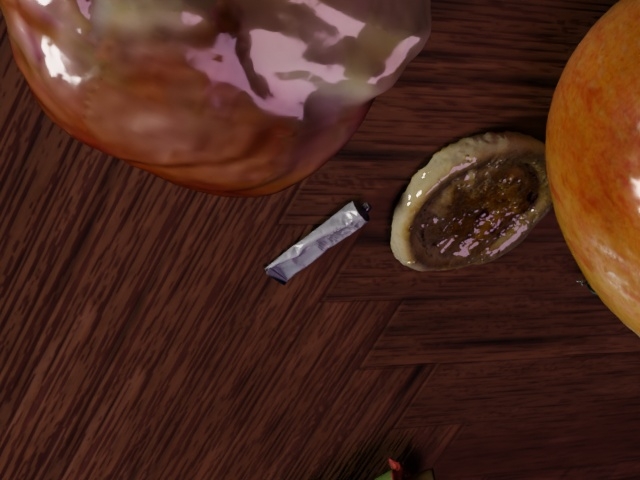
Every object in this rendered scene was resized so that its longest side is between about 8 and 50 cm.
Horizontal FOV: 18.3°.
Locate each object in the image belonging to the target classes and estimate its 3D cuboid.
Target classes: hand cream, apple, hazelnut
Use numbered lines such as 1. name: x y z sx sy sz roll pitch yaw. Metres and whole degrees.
1. hand cream: 0.000 0.000 1.469 0.093 0.019 0.030 -35 148 17
2. apple: 0.313 -0.050 1.421 0.299 0.275 0.299 -16 139 -15
3. hazelnut: -0.045 -0.143 1.057 0.261 0.241 0.261 -21 123 -37

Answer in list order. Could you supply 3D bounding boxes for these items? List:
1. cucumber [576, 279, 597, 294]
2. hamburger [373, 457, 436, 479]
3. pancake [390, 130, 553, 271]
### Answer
1. cucumber: 0.274 0.038 1.702 0.168 0.039 0.039 13 127 -49
2. hamburger: 0.053 0.284 1.741 0.137 0.175 0.175 -17 145 1
3. pancake: 0.122 -0.028 1.513 0.151 0.025 0.151 -20 142 -17
